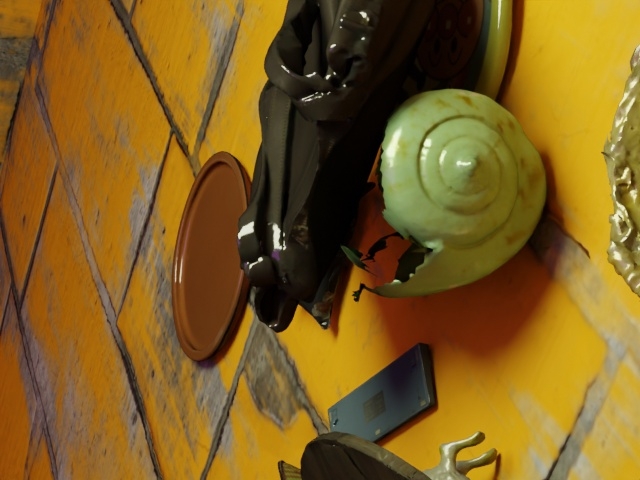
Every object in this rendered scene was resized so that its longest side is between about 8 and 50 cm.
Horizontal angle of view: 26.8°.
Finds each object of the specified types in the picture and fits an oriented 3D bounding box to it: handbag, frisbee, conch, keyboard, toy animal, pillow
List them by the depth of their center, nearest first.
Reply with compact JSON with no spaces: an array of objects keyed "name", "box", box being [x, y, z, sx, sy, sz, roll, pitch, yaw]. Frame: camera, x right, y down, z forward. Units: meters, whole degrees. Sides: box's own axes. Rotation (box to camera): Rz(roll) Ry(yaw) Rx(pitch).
[{"name":"toy animal","box":[0.102,0.181,0.961,0.155,0.219,0.095,-15,44,25]},{"name":"conch","box":[0.071,-0.017,1.022,0.250,0.137,0.143,139,132,-57]},{"name":"handbag","box":[0.003,-0.098,1.067,0.257,0.113,0.285,-75,5,-54]},{"name":"keyboard","box":[0.051,0.144,1.167,0.176,0.014,0.055,135,136,-53]},{"name":"pillow","box":[-0.001,0.000,1.282,0.090,0.048,0.150,-132,56,-63]},{"name":"frisbee","box":[-0.128,0.019,1.591,0.251,0.021,0.251,-173,90,-66]}]

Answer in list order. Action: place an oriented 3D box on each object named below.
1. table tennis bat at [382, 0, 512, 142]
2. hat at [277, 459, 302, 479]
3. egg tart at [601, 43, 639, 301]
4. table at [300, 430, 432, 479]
[{"name":"table tennis bat","box":[0.094,-0.243,1.145,0.224,0.054,0.369,163,109,-63]},{"name":"hat","box":[0.040,0.252,1.094,0.193,0.082,0.193,156,90,-89]},{"name":"egg tart","box":[0.236,-0.049,0.728,0.212,0.090,0.213,-28,58,58]},{"name":"table","box":[-0.028,0.292,0.828,0.317,0.249,0.317,50,162,23]}]
